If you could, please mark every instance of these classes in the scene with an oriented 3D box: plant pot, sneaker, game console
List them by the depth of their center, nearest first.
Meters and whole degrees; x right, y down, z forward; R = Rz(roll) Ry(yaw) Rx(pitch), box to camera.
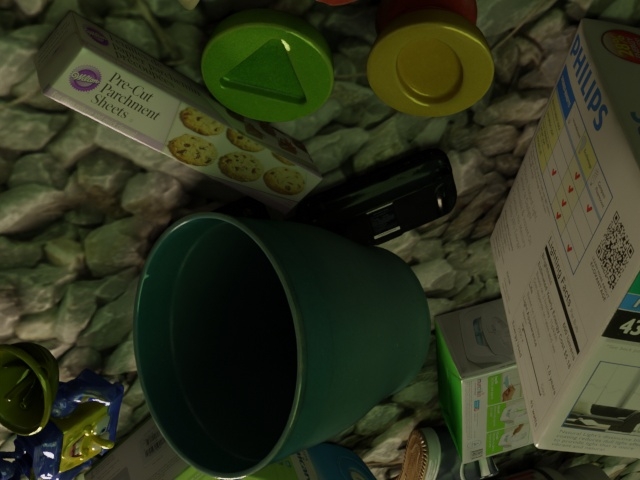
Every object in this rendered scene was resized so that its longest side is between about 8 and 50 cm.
[{"bbox_3d":[-0.025,0.100,1.070,0.255,0.271,0.271,-4,138,-45],"label":"plant pot"},{"bbox_3d":[0.000,0.000,1.188,0.361,0.044,0.213,-22,140,-2],"label":"game console"},{"bbox_3d":[0.219,0.428,1.720,0.153,0.099,0.282,-7,134,-19],"label":"sneaker"}]

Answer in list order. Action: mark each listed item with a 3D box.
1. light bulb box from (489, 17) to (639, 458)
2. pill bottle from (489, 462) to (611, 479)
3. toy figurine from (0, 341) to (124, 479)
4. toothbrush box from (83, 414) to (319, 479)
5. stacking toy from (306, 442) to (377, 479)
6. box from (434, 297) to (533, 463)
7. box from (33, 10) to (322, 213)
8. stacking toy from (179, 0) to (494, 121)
[{"bbox_3d":[0.373,0.003,1.109,0.225,0.357,0.361,7,133,-9],"label":"light bulb box"},{"bbox_3d":[0.385,0.556,1.858,0.363,0.210,0.210,-12,138,-17],"label":"pill bottle"},{"bbox_3d":[-0.337,0.204,1.202,0.217,0.191,0.362,-30,144,-46],"label":"toy figurine"},{"bbox_3d":[-0.168,0.363,1.430,0.206,0.122,0.283,-42,137,18],"label":"toothbrush box"},{"bbox_3d":[-0.030,0.492,1.574,0.175,0.165,0.302,28,108,-44],"label":"stacking toy"},{"bbox_3d":[0.307,0.208,1.491,0.231,0.126,0.262,-16,139,-4],"label":"box"},{"bbox_3d":[-0.132,-0.118,0.975,0.067,0.063,0.324,-44,137,19],"label":"box"},{"bbox_3d":[0.004,-0.254,0.908,0.280,0.130,0.309,-7,141,19],"label":"stacking toy"}]
